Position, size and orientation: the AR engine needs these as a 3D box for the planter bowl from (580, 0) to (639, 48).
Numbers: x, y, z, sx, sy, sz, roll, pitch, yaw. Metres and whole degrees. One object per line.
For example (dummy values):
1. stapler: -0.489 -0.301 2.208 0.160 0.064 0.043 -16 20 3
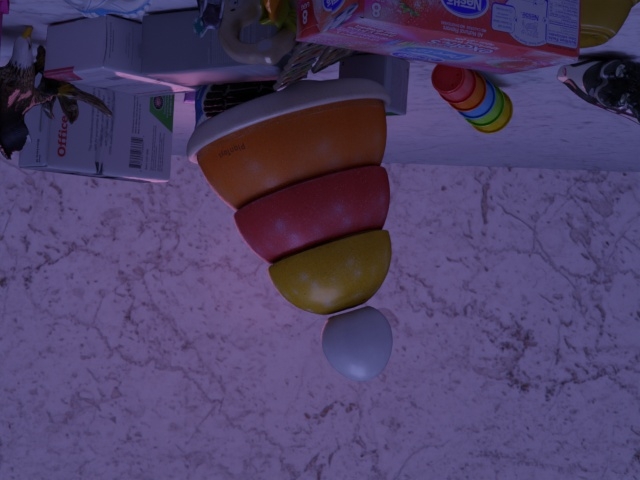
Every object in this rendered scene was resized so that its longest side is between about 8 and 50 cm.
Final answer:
1. planter bowl: 0.319 -0.298 1.418 0.217 0.091 0.217 2 178 0

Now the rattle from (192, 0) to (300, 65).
1. rattle: -0.118 -0.326 1.506 0.199 0.130 0.142 37 -179 35

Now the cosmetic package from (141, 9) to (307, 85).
1. cosmetic package: -0.148 -0.298 1.711 0.237 0.107 0.127 4 180 27

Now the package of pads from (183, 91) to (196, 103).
1. package of pads: -0.238 -0.303 2.269 0.083 0.050 0.032 3 172 -10

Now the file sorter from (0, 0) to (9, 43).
1. file sorter: -0.536 -0.279 1.508 0.202 0.182 0.290 3 178 -14

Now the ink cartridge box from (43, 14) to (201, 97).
1. ink cartridge box: -0.324 -0.303 1.851 0.158 0.092 0.217 0 175 39

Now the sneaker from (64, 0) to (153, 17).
1. sneaker: -0.288 -0.331 1.447 0.190 0.072 0.083 0 171 42

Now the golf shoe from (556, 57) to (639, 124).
1. golf shoe: 0.536 -0.275 1.989 0.120 0.105 0.272 21 -174 43

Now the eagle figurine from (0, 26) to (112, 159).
1. eagle figurine: -0.534 -0.258 1.859 0.226 0.225 0.298 2 -164 29

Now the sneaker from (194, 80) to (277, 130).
1. sneaker: -0.166 -0.277 1.951 0.129 0.147 0.330 -3 159 -22

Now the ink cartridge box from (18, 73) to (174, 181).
1. ink cartridge box: -0.446 -0.234 2.231 0.289 0.211 0.121 6 177 -43

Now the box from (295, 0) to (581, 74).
1. box: 0.134 -0.281 1.228 0.299 0.154 0.142 2 178 -31

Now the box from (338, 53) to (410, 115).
1. box: 0.094 -0.277 1.987 0.101 0.102 0.087 2 176 33

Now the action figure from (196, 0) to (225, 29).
1. action figure: -0.119 -0.321 1.197 0.185 0.099 0.285 12 171 -15

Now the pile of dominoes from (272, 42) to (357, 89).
1. pile of dominoes: 0.037 -0.269 1.579 0.196 0.040 0.251 -29 178 -15

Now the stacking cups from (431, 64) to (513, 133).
1. stacking cups: 0.276 -0.277 2.095 0.096 0.096 0.316 1 174 25

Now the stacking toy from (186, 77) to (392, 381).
1. stacking toy: 0.000 0.000 1.825 0.350 0.480 0.350 -15 176 -1
